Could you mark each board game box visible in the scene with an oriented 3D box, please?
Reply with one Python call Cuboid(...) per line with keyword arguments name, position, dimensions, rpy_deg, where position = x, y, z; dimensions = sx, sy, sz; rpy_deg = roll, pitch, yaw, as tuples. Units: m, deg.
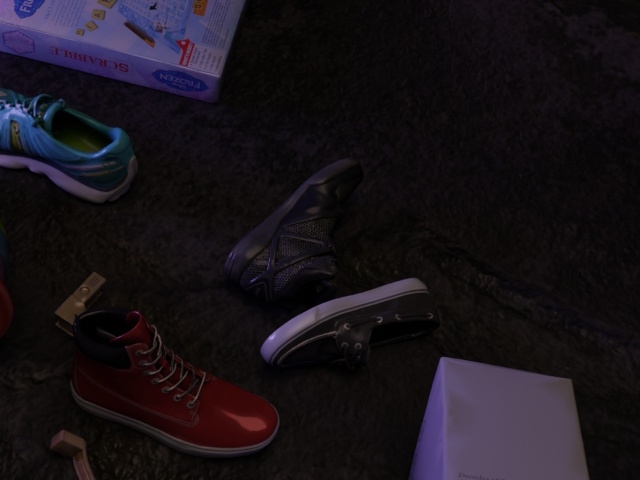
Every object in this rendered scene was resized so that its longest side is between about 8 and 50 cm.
Cuboid(name="board game box", position=(-0.256, -0.362, 1.871), dimensions=(0.318, 0.066, 0.318), rpy_deg=(15, 56, 0))

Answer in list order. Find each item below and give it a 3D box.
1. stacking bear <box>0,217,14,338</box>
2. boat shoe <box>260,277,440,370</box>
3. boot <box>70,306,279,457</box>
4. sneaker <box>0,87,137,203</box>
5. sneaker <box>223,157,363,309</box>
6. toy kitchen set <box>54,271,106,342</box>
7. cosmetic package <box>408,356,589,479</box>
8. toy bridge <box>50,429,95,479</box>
Cuboid(name="stacking bear", position=(-0.449, -0.018, 1.564), dimensions=(0.164, 0.175, 0.289), rpy_deg=(31, 29, -42))
Cuboid(name="boat shoe", position=(0.042, 0.115, 1.608), dimensions=(0.228, 0.080, 0.076), rpy_deg=(-16, 59, -28))
Cuboid(name="boot", position=(-0.157, 0.153, 1.485), dimensions=(0.244, 0.176, 0.088), rpy_deg=(16, 54, 0))
Cuboid(name="sneaker", position=(-0.353, -0.148, 1.689), dimensions=(0.275, 0.110, 0.107), rpy_deg=(21, 56, 5))
Cuboid(name="sneaker", position=(0.000, 0.000, 1.668), dimensions=(0.130, 0.087, 0.227), rpy_deg=(38, 62, 13))
Cuboid(name="toy kitchen set", position=(-0.257, 0.082, 1.578), dimensions=(0.083, 0.068, 0.075), rpy_deg=(33, 58, 12))
Cuboid(name="cosmetic package", position=(0.173, 0.314, 1.331), dimensions=(0.156, 0.217, 0.385), rpy_deg=(9, 28, -3))
Cuboid(name="toy bridge", position=(-0.263, 0.293, 1.444), dimensions=(0.063, 0.026, 0.188), rpy_deg=(32, 32, -32))
